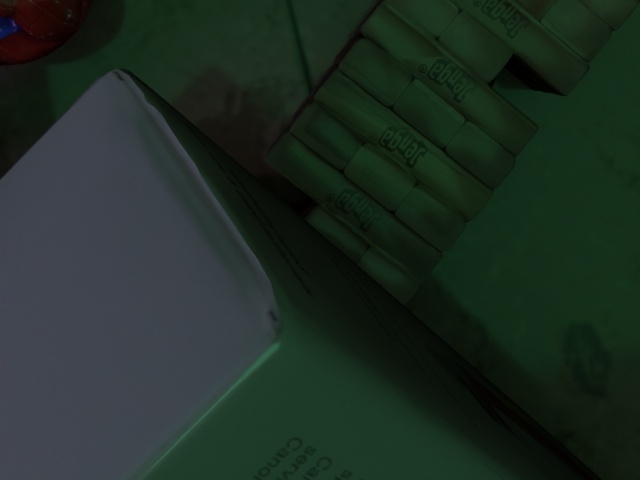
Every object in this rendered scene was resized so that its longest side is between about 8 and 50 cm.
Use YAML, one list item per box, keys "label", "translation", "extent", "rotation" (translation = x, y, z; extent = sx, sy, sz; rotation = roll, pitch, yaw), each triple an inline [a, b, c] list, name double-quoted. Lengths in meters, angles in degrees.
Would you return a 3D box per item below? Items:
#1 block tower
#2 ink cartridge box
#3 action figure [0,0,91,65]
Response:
- label: "block tower"
  translation: [0.000, 0.000, 0.597]
  extent: [0.097, 0.091, 0.335]
  rotation: [38, 96, -5]
- label: "ink cartridge box"
  translation: [-0.022, 0.168, 0.498]
  extent: [0.279, 0.160, 0.384]
  rotation: [-45, 130, 5]
- label: "action figure"
  translation: [-0.208, -0.079, 0.580]
  extent: [0.280, 0.091, 0.139]
  rotation: [-45, 107, 5]
